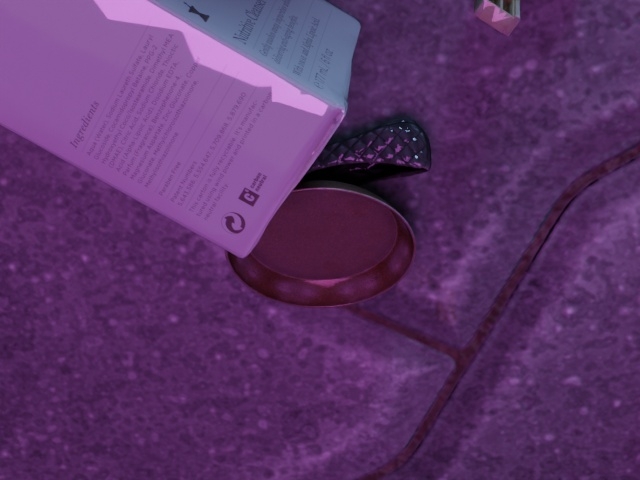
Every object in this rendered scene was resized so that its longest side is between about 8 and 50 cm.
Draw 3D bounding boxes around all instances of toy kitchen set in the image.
[{"bbox_3d":[0.173,-0.205,0.998,0.068,0.075,0.083,30,121,-10],"label":"toy kitchen set"}]

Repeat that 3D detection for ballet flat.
[{"bbox_3d":[0.014,-0.055,1.102,0.173,0.049,0.057,-24,148,17],"label":"ballet flat"}]

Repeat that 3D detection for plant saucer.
[{"bbox_3d":[0.000,0.000,1.122,0.168,0.029,0.168,0,142,0],"label":"plant saucer"}]

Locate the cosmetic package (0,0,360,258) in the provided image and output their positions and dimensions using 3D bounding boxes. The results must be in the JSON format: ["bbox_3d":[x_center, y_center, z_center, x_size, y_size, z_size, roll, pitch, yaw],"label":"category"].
[{"bbox_3d":[-0.173,-0.175,0.981,0.385,0.217,0.156,30,116,-11],"label":"cosmetic package"}]
